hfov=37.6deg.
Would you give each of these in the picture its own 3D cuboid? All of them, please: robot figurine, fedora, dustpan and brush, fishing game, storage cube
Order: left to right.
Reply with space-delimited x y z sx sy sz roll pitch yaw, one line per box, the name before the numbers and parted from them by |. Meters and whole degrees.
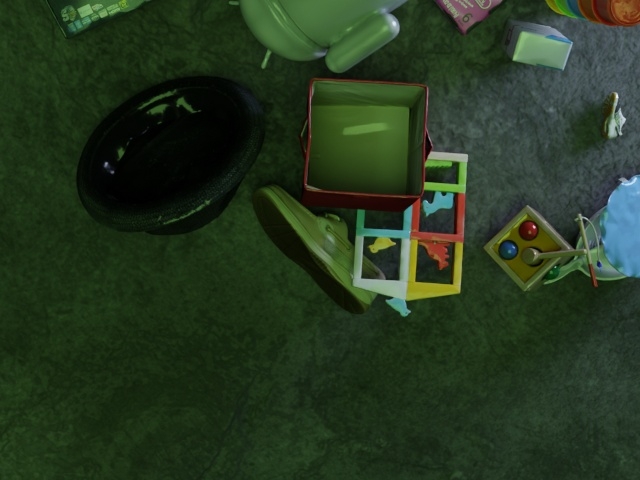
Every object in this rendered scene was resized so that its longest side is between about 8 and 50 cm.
fedora | -0.236 -0.119 1.589 0.333 0.334 0.153 -16 145 5
robot figurine | 0.014 -0.414 1.459 0.353 0.199 0.300 -30 72 26
storage cube | 0.068 -0.150 1.552 0.214 0.193 0.184 3 84 -3
dustpan and brush | 0.494 0.027 1.723 0.211 0.060 0.147 -23 109 7
fishing game | 0.568 -0.026 1.681 0.264 0.041 0.189 -20 102 -19

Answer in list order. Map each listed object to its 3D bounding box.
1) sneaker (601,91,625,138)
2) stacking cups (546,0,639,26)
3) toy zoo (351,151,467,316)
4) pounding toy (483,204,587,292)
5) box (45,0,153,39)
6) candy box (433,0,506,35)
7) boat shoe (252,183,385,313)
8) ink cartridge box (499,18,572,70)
sneaker | 0.518 -0.221 1.653 0.036 0.032 0.083 -6 116 -13
stacking cups | 0.428 -0.371 1.441 0.095 0.316 0.096 -1 112 -2
toy zoo | 0.156 -0.013 1.659 0.192 0.030 0.294 3 86 -2
pounding toy | 0.385 0.019 1.665 0.130 0.100 0.141 -46 67 14
box | -0.351 -0.458 1.531 0.232 0.059 0.184 -22 108 6
candy box | 0.273 -0.472 1.531 0.233 0.071 0.159 -40 105 12
boat shoe | 0.000 0.000 1.693 0.302 0.109 0.098 46 65 -16
ink cartridge box | 0.355 -0.326 1.560 0.088 0.122 0.052 11 114 -5
